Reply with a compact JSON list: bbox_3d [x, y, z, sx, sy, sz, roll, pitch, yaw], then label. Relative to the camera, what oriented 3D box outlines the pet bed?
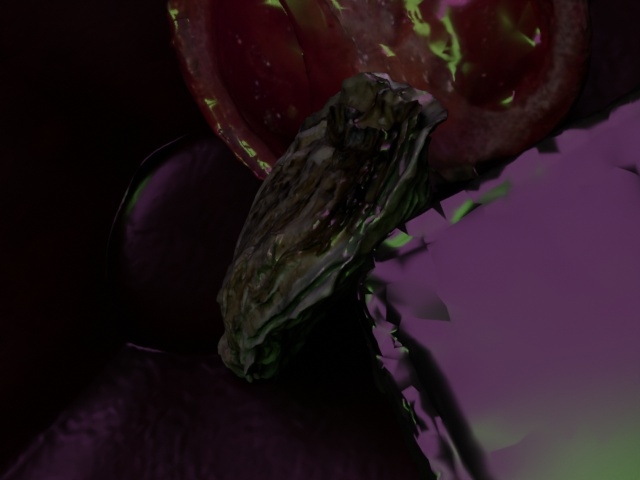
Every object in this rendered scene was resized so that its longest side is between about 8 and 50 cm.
[{"bbox_3d":[0.134,0.040,0.416,0.211,0.159,0.183,-31,72,6],"label":"pet bed"}]

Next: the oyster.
[{"bbox_3d":[0.000,0.000,0.493,0.064,0.177,0.125,35,73,-8],"label":"oyster"}]

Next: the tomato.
[{"bbox_3d":[0.031,-0.108,0.560,0.189,0.173,0.099,-21,10,26],"label":"tomato"}]
